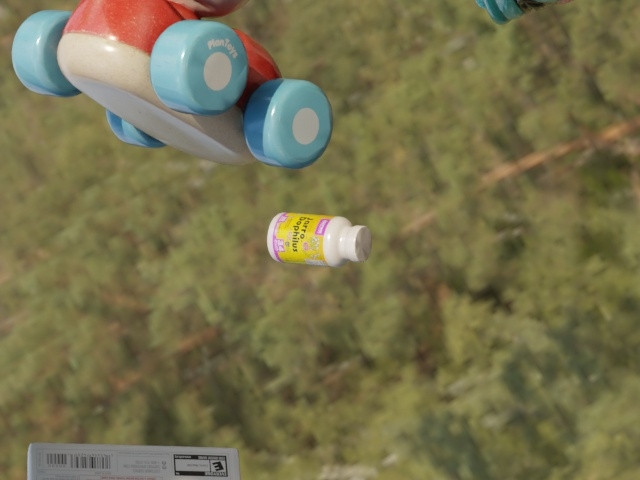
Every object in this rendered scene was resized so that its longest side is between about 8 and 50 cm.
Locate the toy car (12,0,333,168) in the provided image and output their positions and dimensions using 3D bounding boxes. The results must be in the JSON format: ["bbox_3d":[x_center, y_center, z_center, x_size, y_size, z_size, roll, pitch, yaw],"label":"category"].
[{"bbox_3d":[-0.094,-0.201,1.330,0.219,0.238,0.210,11,167,44],"label":"toy car"}]

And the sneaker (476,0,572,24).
[{"bbox_3d":[0.241,-0.281,1.607,0.178,0.295,0.124,-1,96,32],"label":"sneaker"}]

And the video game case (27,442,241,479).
[{"bbox_3d":[-0.177,0.286,1.564,0.023,0.212,0.193,112,156,-49],"label":"video game case"}]

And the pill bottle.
[{"bbox_3d":[0.000,0.000,1.358,0.083,0.043,0.043,4,134,30],"label":"pill bottle"}]
